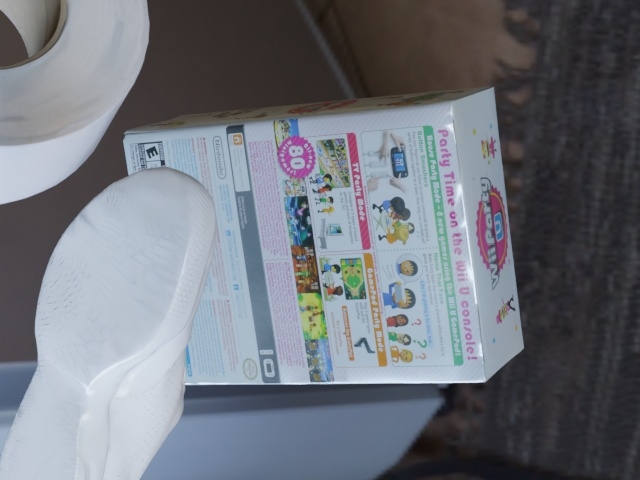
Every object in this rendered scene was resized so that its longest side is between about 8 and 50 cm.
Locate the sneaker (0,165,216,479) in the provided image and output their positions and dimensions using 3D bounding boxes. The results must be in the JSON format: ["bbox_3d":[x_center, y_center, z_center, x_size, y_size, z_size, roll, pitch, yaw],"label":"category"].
[{"bbox_3d":[-0.095,0.057,0.757,0.080,0.094,0.212,36,112,29],"label":"sneaker"}]

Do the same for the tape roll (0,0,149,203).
[{"bbox_3d":[-0.282,-0.170,1.143,0.100,0.286,0.286,-46,53,52],"label":"tape roll"}]

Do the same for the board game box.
[{"bbox_3d":[0.000,0.000,1.217,0.303,0.097,0.224,-2,101,28],"label":"board game box"}]
